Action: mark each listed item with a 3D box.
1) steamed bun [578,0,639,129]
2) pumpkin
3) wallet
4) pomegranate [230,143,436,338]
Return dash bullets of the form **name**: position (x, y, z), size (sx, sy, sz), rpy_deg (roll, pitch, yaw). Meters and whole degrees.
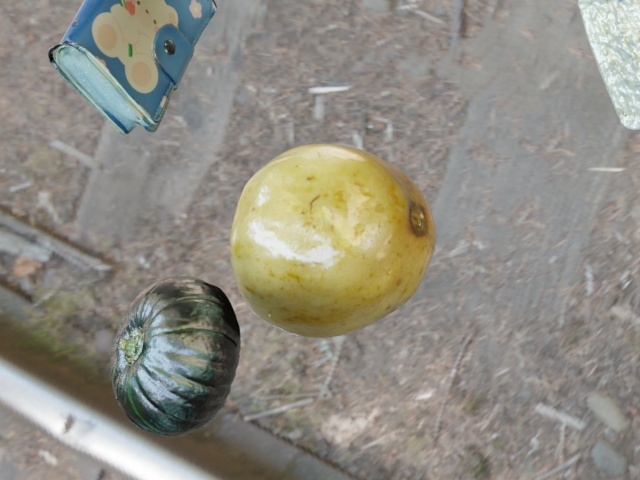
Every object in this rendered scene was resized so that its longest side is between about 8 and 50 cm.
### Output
- **steamed bun**: position (0.476, -0.302, 1.782), size (0.170, 0.200, 0.225), rpy_deg (-20, 106, 23)
- **pumpkin**: position (-0.183, 0.141, 1.520), size (0.202, 0.140, 0.202), rpy_deg (-33, 46, 42)
- **wallet**: position (-0.194, -0.219, 1.293), size (0.059, 0.202, 0.141), rpy_deg (-14, 133, 37)
- **pomegranate**: position (0.019, 0.000, 1.717), size (0.307, 0.307, 0.307), rpy_deg (2, 96, 21)
